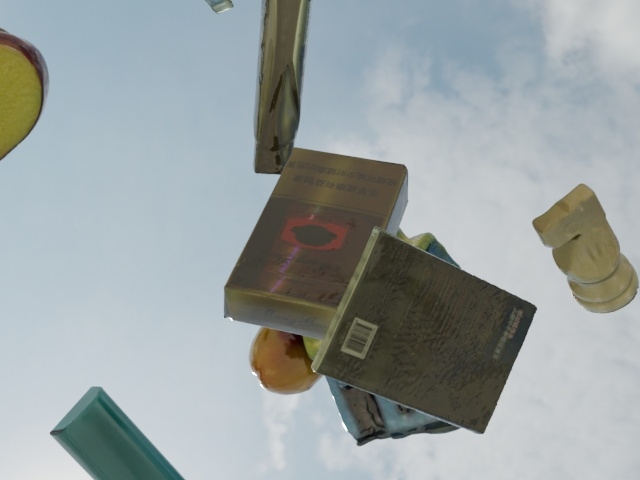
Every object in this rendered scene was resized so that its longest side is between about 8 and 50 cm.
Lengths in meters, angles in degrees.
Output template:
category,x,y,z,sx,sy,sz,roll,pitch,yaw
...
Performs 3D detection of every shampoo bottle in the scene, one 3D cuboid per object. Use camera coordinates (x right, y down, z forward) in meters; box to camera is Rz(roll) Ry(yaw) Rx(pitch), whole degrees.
category,x,y,z,sx,sy,sz,roll,pitch,yaw
shampoo bottle,-0.066,-0.283,1.527,0.084,0.125,0.350,5,-77,-5

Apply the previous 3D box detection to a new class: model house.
category,x,y,z,sx,sy,sz,roll,pitch,yaw
model house,0.119,0.134,1.455,0.237,0.215,0.303,-18,-80,32

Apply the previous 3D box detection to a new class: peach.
category,x,y,z,sx,sy,sz,roll,pitch,yaw
peach,-0.610,-0.248,1.586,0.274,0.249,0.245,-59,-169,-1
peach,-0.056,0.193,1.547,0.138,0.138,0.138,-10,-107,34

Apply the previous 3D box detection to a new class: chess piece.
category,x,y,z,sx,sy,sz,roll,pitch,yaw
chess piece,0.339,0.009,1.175,0.090,0.200,0.090,-19,-132,22

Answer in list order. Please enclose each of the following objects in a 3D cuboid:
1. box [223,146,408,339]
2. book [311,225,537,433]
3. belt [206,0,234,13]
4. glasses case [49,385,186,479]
category,x,y,z,sx,sy,sz,roll,pitch,yaw
box,0.000,0.000,1.073,0.159,0.071,0.240,13,-130,14
book,0.116,0.101,0.967,0.024,0.228,0.160,21,-93,63
belt,-0.204,-0.577,1.884,0.082,0.163,0.147,2,-132,52
glasses case,-0.340,0.407,1.646,0.070,0.301,0.117,-8,-145,48
